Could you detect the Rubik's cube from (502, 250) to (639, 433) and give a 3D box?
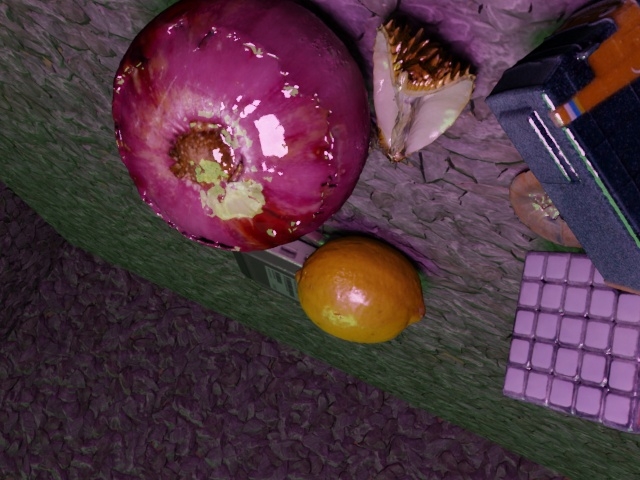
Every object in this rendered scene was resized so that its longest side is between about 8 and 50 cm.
[{"bbox_3d":[0.445,0.149,1.082,0.237,0.238,0.237,14,173,-29],"label":"Rubik's cube"}]

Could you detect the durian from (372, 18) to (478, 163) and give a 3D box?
[{"bbox_3d":[0.107,-0.182,0.905,0.144,0.139,0.252,31,163,3],"label":"durian"}]

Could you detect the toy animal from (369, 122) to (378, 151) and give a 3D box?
[{"bbox_3d":[0.033,-0.153,1.218,0.220,0.069,0.086,-8,120,53],"label":"toy animal"}]

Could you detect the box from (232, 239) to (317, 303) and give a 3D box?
[{"bbox_3d":[-0.068,0.092,1.998,0.373,0.090,0.367,25,163,13],"label":"box"}]

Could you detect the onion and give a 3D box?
[{"bbox_3d":[-0.097,-0.178,1.010,0.358,0.345,0.358,19,147,13],"label":"onion"}]

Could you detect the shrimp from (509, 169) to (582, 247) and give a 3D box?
[{"bbox_3d":[0.365,-0.050,1.022,0.145,0.059,0.254,56,161,-20],"label":"shrimp"}]

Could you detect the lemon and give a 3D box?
[{"bbox_3d":[0.084,0.106,1.583,0.263,0.236,0.236,37,160,-17],"label":"lemon"}]

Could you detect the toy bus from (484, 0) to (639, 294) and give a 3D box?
[{"bbox_3d":[0.302,-0.087,0.720,0.275,0.167,0.138,54,174,-12],"label":"toy bus"}]

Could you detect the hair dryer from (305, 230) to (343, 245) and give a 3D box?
[{"bbox_3d":[-0.003,-0.003,1.729,0.154,0.054,0.106,35,168,12],"label":"hair dryer"}]
